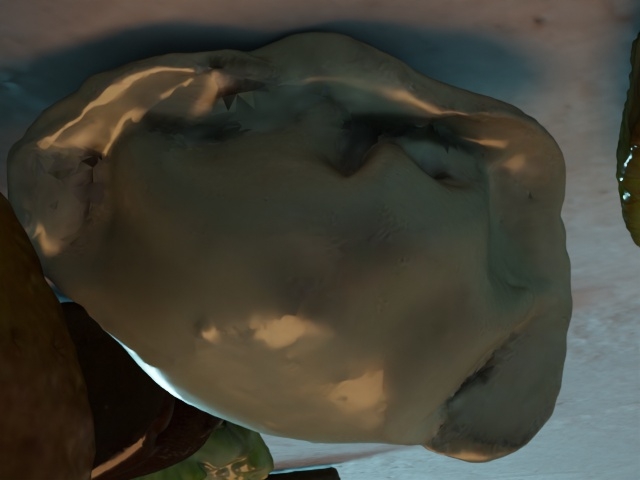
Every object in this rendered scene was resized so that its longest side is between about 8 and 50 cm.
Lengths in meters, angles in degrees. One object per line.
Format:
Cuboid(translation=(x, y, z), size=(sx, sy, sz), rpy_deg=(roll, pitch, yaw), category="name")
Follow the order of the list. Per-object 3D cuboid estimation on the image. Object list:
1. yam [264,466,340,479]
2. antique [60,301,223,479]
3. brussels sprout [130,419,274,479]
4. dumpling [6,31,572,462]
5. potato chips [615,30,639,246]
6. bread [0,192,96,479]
Cuboid(translation=(-0.137, 0.294, 1.531), size=(0.327, 0.045, 0.045), rpy_deg=(-5, 131, -14), category="yam")
Cuboid(translation=(-0.183, 0.109, 0.818), size=(0.257, 0.121, 0.143), rpy_deg=(-20, 169, 14), category="antique")
Cuboid(translation=(-0.131, 0.150, 1.004), size=(0.181, 0.100, 0.139), rpy_deg=(-11, 172, 4), category="brussels sprout")
Cuboid(translation=(0.000, 0.000, 0.530), size=(0.250, 0.162, 0.132), rpy_deg=(24, -171, -22), category="dumpling")
Cuboid(translation=(0.167, -0.044, 0.586), size=(0.080, 0.057, 0.407), rpy_deg=(-8, 163, 9), category="potato chips")
Cuboid(translation=(-0.211, 0.054, 0.354), size=(0.312, 0.312, 0.172), rpy_deg=(-6, 176, -7), category="bread")
